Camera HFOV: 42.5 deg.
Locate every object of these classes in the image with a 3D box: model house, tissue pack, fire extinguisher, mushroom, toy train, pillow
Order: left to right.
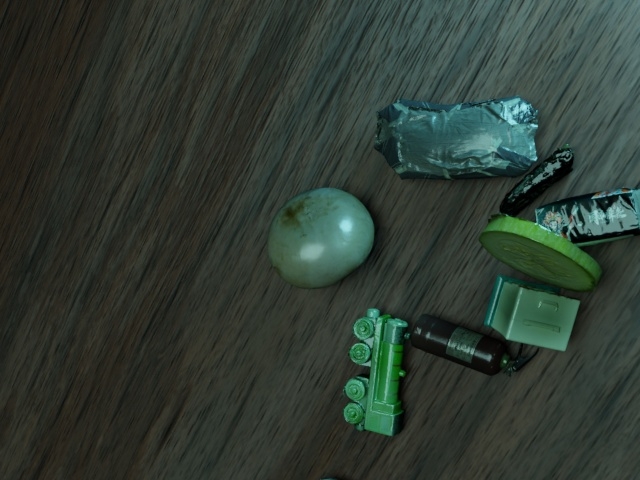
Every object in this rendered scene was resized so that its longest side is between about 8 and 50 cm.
[{"bbox_3d":[0.000,0.000,1.680,0.226,0.178,0.226,-8,57,12],"label":"mushroom"},{"bbox_3d":[0.117,0.265,1.651,0.119,0.085,0.251,9,96,25],"label":"toy train"},{"bbox_3d":[0.249,-0.195,1.570,0.335,0.092,0.161,2,85,31],"label":"pillow"},{"bbox_3d":[0.292,0.194,1.556,0.231,0.071,0.099,16,70,29],"label":"fire extinguisher"},{"bbox_3d":[0.370,0.124,1.477,0.127,0.149,0.100,13,95,-14],"label":"model house"},{"bbox_3d":[0.471,-0.038,1.430,0.170,0.103,0.090,-13,85,29],"label":"tissue pack"}]

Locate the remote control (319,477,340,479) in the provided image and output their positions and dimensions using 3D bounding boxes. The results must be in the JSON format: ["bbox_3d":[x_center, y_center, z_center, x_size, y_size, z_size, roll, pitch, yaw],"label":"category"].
[{"bbox_3d":[0.087,0.562,1.675,0.247,0.052,0.104,16,99,30],"label":"remote control"}]

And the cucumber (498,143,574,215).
[{"bbox_3d":[0.394,-0.105,1.507,0.181,0.053,0.053,-43,69,24],"label":"cucumber"}]

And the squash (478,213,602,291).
[{"bbox_3d":[0.379,0.027,1.420,0.219,0.219,0.041,26,80,28],"label":"squash"}]
